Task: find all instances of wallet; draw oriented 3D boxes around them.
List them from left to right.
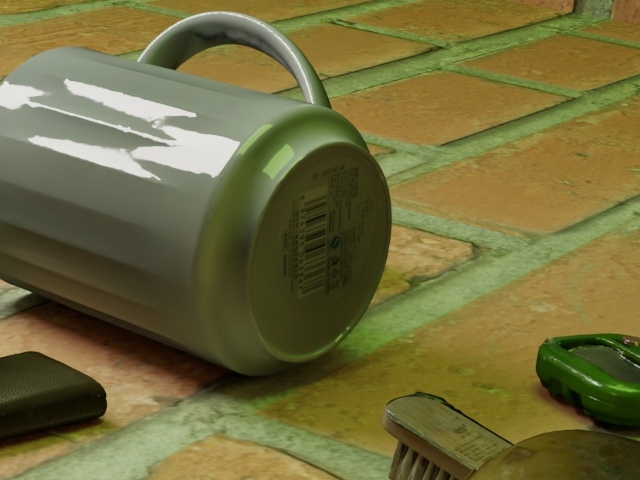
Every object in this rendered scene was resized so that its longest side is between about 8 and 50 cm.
[{"bbox_3d":[-0.274,0.128,1.531,0.198,0.031,0.110,-11,23,-43],"label":"wallet"}]

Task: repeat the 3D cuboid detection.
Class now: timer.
[{"bbox_3d":[0.260,0.120,1.701,0.128,0.047,0.140,-3,19,-30],"label":"timer"}]

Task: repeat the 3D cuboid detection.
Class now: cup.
[{"bbox_3d":[-0.101,-0.060,1.757,0.327,0.237,0.322,16,64,36],"label":"cup"}]

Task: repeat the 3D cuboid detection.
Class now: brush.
[{"bbox_3d":[0.169,0.208,1.385,0.327,0.065,0.070,29,22,32],"label":"brush"}]

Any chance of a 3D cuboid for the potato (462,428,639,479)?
[{"bbox_3d":[0.205,0.190,1.260,0.299,0.116,0.239,4,28,-6],"label":"potato"}]
